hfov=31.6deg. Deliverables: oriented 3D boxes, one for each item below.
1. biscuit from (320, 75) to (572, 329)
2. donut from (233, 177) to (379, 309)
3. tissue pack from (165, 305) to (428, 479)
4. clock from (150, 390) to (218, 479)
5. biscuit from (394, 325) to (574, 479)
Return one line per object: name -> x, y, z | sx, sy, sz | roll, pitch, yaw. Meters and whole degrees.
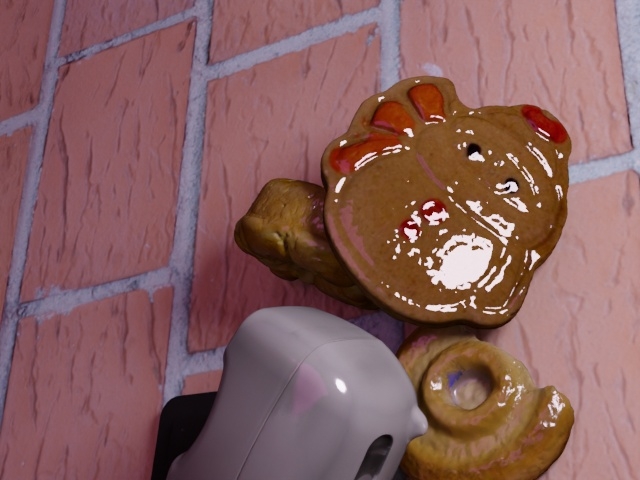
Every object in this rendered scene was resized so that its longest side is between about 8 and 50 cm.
biscuit -> 0.182, -0.064, 1.544 | 0.381, 0.074, 0.359 | -39, 78, -16
donut -> 0.000, 0.000, 1.648 | 0.261, 0.208, 0.128 | 18, 76, 34
tissue pack -> -0.027, 0.268, 1.439 | 0.236, 0.229, 0.333 | 33, 105, 32
clock -> -0.141, 0.349, 1.659 | 0.279, 0.049, 0.273 | -11, 61, 30
biscuit -> 0.184, 0.228, 1.475 | 0.274, 0.091, 0.213 | 28, 81, 38
